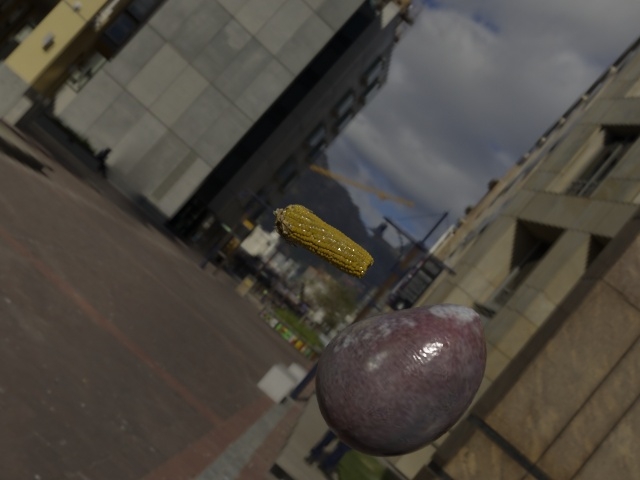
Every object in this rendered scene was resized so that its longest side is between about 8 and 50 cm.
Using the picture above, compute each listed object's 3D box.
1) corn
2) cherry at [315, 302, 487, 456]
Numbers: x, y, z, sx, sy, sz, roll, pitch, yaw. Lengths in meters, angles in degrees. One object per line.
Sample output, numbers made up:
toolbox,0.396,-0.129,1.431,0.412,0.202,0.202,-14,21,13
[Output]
corn,0.000,0.000,0.609,0.083,0.028,0.027,33,-38,6
cherry,0.078,0.108,0.671,0.115,0.148,0.188,34,12,30
